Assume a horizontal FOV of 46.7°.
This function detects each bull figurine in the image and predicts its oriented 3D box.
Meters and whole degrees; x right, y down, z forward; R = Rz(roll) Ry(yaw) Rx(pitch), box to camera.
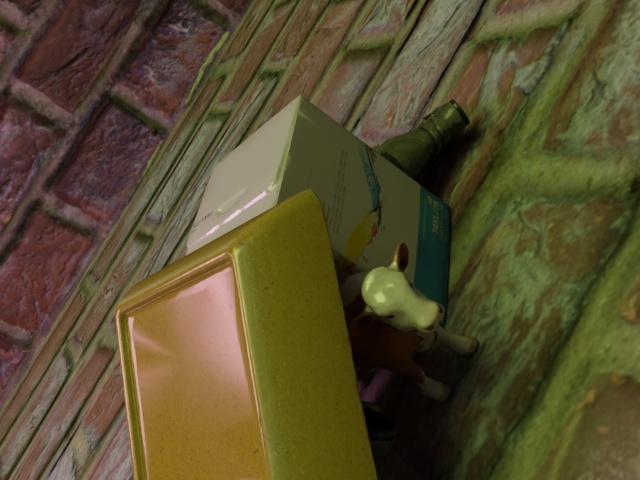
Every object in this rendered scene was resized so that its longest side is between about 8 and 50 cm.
[{"bbox_3d":[0.050,0.113,0.821,0.310,0.188,0.101,-25,35,48],"label":"bull figurine"}]

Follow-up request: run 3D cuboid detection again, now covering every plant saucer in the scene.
[{"bbox_3d":[-0.108,0.150,0.757,0.333,0.081,0.332,-26,68,42],"label":"plant saucer"}]

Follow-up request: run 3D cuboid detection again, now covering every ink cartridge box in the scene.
[{"bbox_3d":[0.000,0.000,0.945,0.198,0.270,0.197,-31,36,41],"label":"ink cartridge box"}]

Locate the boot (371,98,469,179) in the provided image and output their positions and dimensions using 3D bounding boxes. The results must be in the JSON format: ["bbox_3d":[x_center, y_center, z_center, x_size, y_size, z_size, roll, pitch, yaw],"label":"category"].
[{"bbox_3d":[0.126,-0.131,1.111,0.161,0.083,0.246,-41,11,-11],"label":"boot"}]

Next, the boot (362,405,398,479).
[{"bbox_3d":[-0.040,0.266,0.826,0.338,0.118,0.222,-1,82,47],"label":"boot"}]
